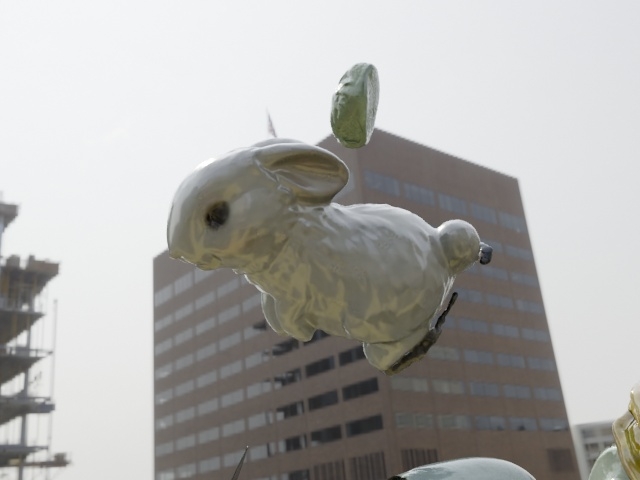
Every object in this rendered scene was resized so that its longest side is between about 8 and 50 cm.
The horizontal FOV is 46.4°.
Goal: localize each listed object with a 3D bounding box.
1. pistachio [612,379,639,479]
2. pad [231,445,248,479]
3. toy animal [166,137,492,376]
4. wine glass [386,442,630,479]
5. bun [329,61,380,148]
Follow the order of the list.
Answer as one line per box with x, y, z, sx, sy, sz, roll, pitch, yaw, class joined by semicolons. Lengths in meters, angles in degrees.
0.317;0.176;0.545;0.145;0.200;0.117;-25;-52;-27;pistachio
-0.160;0.433;1.136;0.004;0.163;0.243;23;-42;4;pad
0.000;0.000;0.894;0.357;0.194;0.258;35;-79;-28;toy animal
0.218;0.287;0.776;0.321;0.143;0.143;4;-24;-22;wine glass
0.082;-0.340;1.872;0.108;0.221;0.221;8;-20;12;bun
